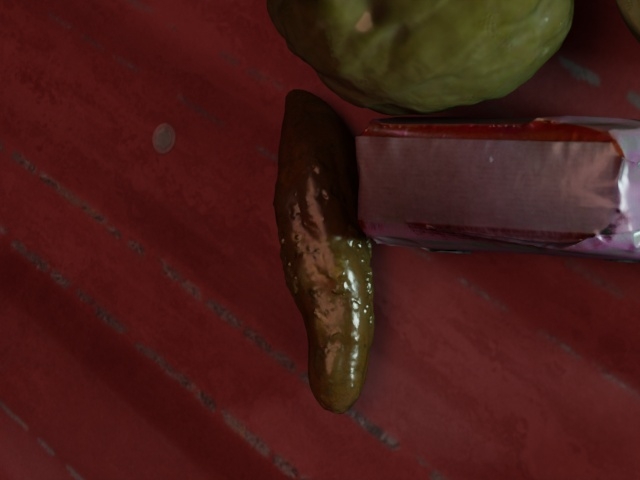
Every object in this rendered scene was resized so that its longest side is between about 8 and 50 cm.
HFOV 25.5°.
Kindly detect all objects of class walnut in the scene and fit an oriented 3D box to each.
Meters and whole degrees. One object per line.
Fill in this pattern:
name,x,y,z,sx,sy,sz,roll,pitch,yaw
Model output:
walnut,0.097,-0.254,1.274,0.277,0.282,0.253,-15,113,27

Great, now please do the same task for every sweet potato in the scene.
sweet potato,0.003,-0.008,1.399,0.106,0.095,0.354,123,142,-67

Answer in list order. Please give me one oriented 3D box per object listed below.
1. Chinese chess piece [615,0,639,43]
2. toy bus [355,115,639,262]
Chinese chess piece,0.358,-0.245,1.180,0.238,0.092,0.237,-7,79,36
toy bus,0.179,-0.047,1.254,0.303,0.147,0.127,4,91,38
